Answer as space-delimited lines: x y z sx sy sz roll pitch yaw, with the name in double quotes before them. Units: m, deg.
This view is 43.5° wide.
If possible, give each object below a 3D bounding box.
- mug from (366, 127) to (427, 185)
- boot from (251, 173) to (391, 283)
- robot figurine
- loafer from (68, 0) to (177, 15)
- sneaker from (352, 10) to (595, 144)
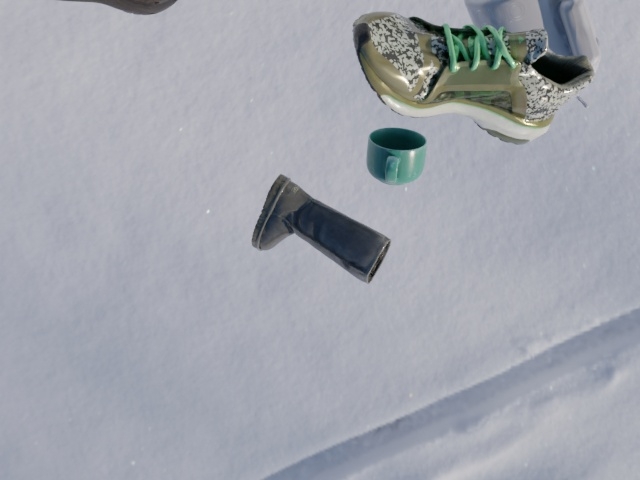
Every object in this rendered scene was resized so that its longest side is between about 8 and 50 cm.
"mug" 0.156 -0.175 1.757 0.129 0.158 0.097 28 129 35
"boot" -0.001 0.002 1.294 0.208 0.076 0.189 29 146 3
"robot figurine" 0.394 -0.397 1.486 0.200 0.300 0.353 -34 118 -6
"loafer" -0.173 -0.241 0.665 0.078 0.220 0.080 -43 84 30
"sneaker" 0.230 -0.266 1.146 0.410 0.158 0.182 7 155 -34
